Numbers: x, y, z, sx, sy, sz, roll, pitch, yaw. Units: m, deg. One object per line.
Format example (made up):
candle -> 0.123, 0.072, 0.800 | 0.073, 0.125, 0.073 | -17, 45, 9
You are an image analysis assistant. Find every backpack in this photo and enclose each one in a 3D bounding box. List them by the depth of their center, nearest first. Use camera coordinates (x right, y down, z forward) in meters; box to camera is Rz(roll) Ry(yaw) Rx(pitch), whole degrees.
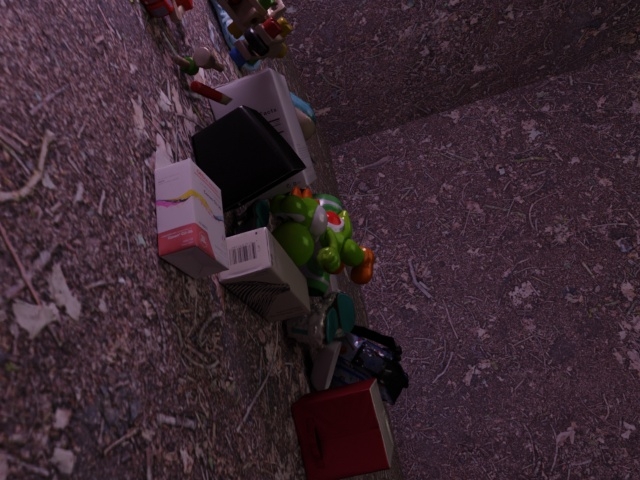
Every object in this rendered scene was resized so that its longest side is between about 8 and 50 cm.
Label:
backpack -> 0.133, 0.411, 1.577 | 0.263, 0.213, 0.276 | 32, -23, 35

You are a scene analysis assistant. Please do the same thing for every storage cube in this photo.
storage cube -> 0.060, 0.454, 1.186 | 0.215, 0.193, 0.184 | 34, 41, -75

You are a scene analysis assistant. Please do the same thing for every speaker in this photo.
speaker -> -0.012, 0.013, 1.471 | 0.131, 0.131, 0.297 | 57, 40, -62

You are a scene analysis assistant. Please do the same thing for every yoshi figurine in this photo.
yoshi figurine -> -0.017, 0.023, 1.222 | 0.362, 0.203, 0.203 | 37, 26, -48

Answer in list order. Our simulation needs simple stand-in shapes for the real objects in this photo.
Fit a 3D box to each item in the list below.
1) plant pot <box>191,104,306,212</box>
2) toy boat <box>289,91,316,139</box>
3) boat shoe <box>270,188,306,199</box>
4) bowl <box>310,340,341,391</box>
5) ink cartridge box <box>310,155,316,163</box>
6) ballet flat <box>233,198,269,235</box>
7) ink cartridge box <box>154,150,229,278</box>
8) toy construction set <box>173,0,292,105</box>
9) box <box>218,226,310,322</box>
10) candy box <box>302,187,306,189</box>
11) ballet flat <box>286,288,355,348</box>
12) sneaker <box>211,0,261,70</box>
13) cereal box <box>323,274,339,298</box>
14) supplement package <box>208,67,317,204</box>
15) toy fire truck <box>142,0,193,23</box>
plant pot -> -0.161, -0.176, 1.028 | 0.167, 0.187, 0.188 | 60, 10, -6
toy boat -> -0.133, -0.395, 1.479 | 0.267, 0.148, 0.318 | 30, -6, -6
boat shoe -> -0.087, -0.127, 1.564 | 0.127, 0.113, 0.340 | -95, 166, -52
bowl -> 0.014, 0.355, 1.397 | 0.142, 0.053, 0.142 | 15, 91, -79
ink cartridge box -> -0.111, -0.258, 1.469 | 0.060, 0.180, 0.104 | -62, 167, 0
ballet flat -> -0.159, -0.038, 1.098 | 0.203, 0.074, 0.074 | -91, 163, -62
ink cartridge box -> -0.211, -0.051, 0.799 | 0.115, 0.067, 0.198 | 55, 20, -63
toy construction set -> -0.161, -0.445, 1.074 | 0.257, 0.309, 0.237 | 33, 11, 16
box -> -0.113, 0.083, 1.039 | 0.275, 0.113, 0.094 | 57, 20, -59
candy box -> -0.109, -0.217, 1.728 | 0.196, 0.070, 0.165 | 63, 14, -49
ballet flat -> 0.002, 0.219, 1.405 | 0.409, 0.147, 0.147 | 11, 63, -75
sneaker -> -0.251, -0.685, 1.479 | 0.366, 0.135, 0.150 | 61, 12, -51
cereal box -> 0.043, 0.210, 1.992 | 0.173, 0.047, 0.240 | 62, 14, -53
supplement package -> -0.143, -0.263, 1.255 | 0.177, 0.175, 0.293 | -58, 132, -76
toy fire truck -> -0.319, -0.507, 1.016 | 0.135, 0.047, 0.192 | 65, 14, -54
